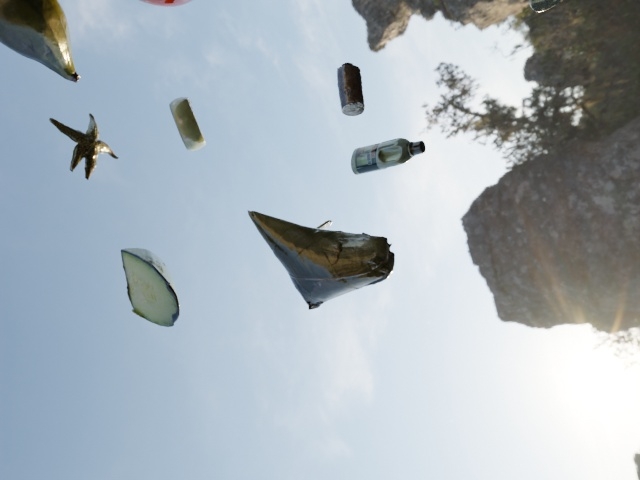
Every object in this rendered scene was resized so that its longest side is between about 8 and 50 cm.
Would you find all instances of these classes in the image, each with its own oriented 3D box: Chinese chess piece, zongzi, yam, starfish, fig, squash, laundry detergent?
[{"bbox_3d":[-0.358,-0.316,1.295,0.144,0.058,0.144,158,90,-83],"label":"Chinese chess piece"},{"bbox_3d":[0.000,0.000,1.136,0.300,0.274,0.145,53,-143,-17],"label":"zongzi"},{"bbox_3d":[0.092,-0.455,1.438,0.079,0.079,0.141,15,-114,-50],"label":"yam"},{"bbox_3d":[-0.652,-0.271,1.328,0.217,0.050,0.223,29,-137,-47],"label":"starfish"},{"bbox_3d":[-0.521,-0.389,0.876,0.185,0.133,0.127,59,-173,-67],"label":"fig"},{"bbox_3d":[-0.377,0.110,1.142,0.085,0.184,0.192,-37,-43,-48],"label":"squash"},{"bbox_3d":[0.204,-0.256,1.426,0.070,0.225,0.099,56,-138,-35],"label":"laundry detergent"}]

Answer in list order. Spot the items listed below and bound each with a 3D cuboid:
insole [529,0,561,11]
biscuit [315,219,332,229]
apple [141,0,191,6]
[{"bbox_3d":[0.499,-0.508,0.862,0.081,0.248,0.011,18,-128,-45],"label":"insole"},{"bbox_3d":[-0.004,-0.039,1.827,0.015,0.120,0.120,53,-145,9],"label":"biscuit"},{"bbox_3d":[-0.327,-0.591,0.961,0.201,0.218,0.218,11,-123,-3],"label":"apple"}]
